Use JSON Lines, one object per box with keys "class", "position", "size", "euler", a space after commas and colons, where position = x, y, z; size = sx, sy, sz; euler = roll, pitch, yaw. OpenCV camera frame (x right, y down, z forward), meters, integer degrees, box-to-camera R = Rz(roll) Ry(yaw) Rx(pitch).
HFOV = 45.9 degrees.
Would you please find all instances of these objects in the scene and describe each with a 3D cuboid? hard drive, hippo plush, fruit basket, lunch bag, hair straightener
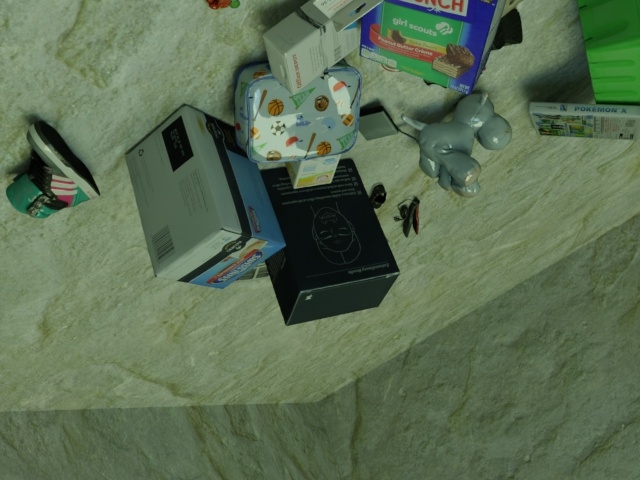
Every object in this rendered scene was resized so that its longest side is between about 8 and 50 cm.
{"class": "hard drive", "position": [0.144, -0.313, 2.019], "size": [0.094, 0.022, 0.135], "euler": [-10, 158, 21]}
{"class": "hippo plush", "position": [0.391, -0.289, 2.107], "size": [0.236, 0.294, 0.234], "euler": [-44, 176, -8]}
{"class": "fruit basket", "position": [0.849, -0.529, 1.887], "size": [0.391, 0.283, 0.392], "euler": [-2, 161, -1]}
{"class": "lunch bag", "position": [-0.047, -0.311, 1.752], "size": [0.303, 0.115, 0.243], "euler": [-11, 124, -21]}
{"class": "hair straightener", "position": [0.299, -0.076, 2.594], "size": [0.089, 0.047, 0.230], "euler": [-17, 154, -7]}

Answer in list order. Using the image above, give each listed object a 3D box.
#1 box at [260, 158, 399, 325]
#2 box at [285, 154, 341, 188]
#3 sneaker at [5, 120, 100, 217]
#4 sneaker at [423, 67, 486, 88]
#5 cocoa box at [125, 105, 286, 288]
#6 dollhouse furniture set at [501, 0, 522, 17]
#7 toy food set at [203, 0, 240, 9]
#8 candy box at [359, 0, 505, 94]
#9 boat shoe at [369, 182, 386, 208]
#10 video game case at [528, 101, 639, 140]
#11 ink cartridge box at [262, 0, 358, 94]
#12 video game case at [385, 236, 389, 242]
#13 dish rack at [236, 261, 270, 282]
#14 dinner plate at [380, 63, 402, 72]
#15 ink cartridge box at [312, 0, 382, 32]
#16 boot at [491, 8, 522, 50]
{"class": "box", "position": [0.000, 0.000, 2.127], "size": [0.293, 0.396, 0.212], "euler": [-9, 151, -20]}
{"class": "box", "position": [-0.018, -0.239, 1.983], "size": [0.114, 0.103, 0.203], "euler": [-10, 153, -18]}
{"class": "sneaker", "position": [-0.638, -0.147, 1.713], "size": [0.178, 0.124, 0.295], "euler": [-28, 156, -5]}
{"class": "sneaker", "position": [0.333, -0.427, 1.916], "size": [0.170, 0.063, 0.075], "euler": [-8, 152, -13]}
{"class": "cocoa box", "position": [-0.276, -0.095, 1.800], "size": [0.231, 0.347, 0.228], "euler": [-33, 152, 25]}
{"class": "dollhouse furniture set", "position": [0.384, -0.537, 1.631], "size": [0.129, 0.129, 0.184], "euler": [-38, 162, -4]}
{"class": "toy food set", "position": [-0.190, -0.483, 1.475], "size": [0.082, 0.020, 0.083], "euler": [-14, 154, -12]}
{"class": "candy box", "position": [0.227, -0.473, 1.526], "size": [0.268, 0.122, 0.317], "euler": [22, 153, 11]}
{"class": "boat shoe", "position": [0.183, -0.133, 2.410], "size": [0.048, 0.042, 0.133], "euler": [-17, 156, -10]}
{"class": "video game case", "position": [0.764, -0.340, 2.167], "size": [0.299, 0.036, 0.329], "euler": [6, 179, 20]}
{"class": "ink cartridge box", "position": [-0.017, -0.419, 1.584], "size": [0.190, 0.082, 0.140], "euler": [-38, 157, -12]}
{"class": "video game case", "position": [0.089, -0.021, 2.327], "size": [0.201, 0.183, 0.023], "euler": [-27, 158, -40]}
{"class": "dish rack", "position": [-0.136, 0.016, 2.438], "size": [0.285, 0.072, 0.333], "euler": [-6, 151, -24]}
{"class": "dinner plate", "position": [0.207, -0.456, 1.817], "size": [0.141, 0.017, 0.141], "euler": [-16, 153, -8]}
{"class": "ink cartridge box", "position": [0.029, -0.498, 1.397], "size": [0.115, 0.198, 0.067], "euler": [-32, 152, 22]}
{"class": "boot", "position": [0.376, -0.489, 1.800], "size": [0.161, 0.084, 0.246], "euler": [-2, -162, 36]}
